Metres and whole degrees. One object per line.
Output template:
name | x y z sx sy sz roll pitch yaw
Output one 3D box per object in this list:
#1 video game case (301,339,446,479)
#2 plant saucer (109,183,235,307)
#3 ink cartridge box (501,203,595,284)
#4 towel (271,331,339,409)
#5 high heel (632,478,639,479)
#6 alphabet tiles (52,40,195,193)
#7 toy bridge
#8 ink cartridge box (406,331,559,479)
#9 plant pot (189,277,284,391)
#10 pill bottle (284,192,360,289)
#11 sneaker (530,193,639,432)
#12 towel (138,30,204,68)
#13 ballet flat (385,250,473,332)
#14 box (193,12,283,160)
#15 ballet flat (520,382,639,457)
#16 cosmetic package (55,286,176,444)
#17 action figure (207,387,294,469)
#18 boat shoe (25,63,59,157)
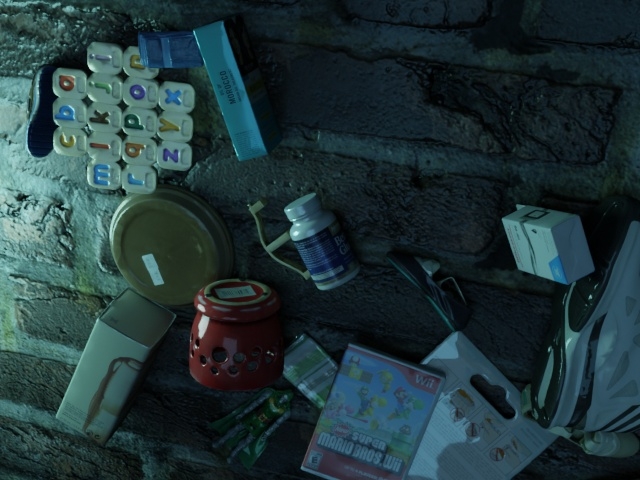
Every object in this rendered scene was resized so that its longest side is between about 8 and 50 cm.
video game case | 0.102 0.359 1.658 0.204 0.025 0.285 20 102 1
plant saucer | -0.310 0.020 1.717 0.277 0.041 0.278 6 115 14
ink cartridge box | 0.374 0.003 1.428 0.060 0.180 0.104 -26 106 -15
towel | -0.018 0.273 1.747 0.152 0.023 0.113 45 118 -6
high heel | 0.614 0.531 1.615 0.181 0.127 0.377 43 119 -6
alphabet tiles | -0.378 -0.233 1.619 0.277 0.021 0.284 7 109 4
toy bridge | -0.081 0.001 1.647 0.063 0.026 0.188 -35 99 27
ink cartridge box | 0.236 0.398 1.712 0.385 0.091 0.308 -44 95 10
plant pot | -0.164 0.180 1.658 0.191 0.191 0.174 8 112 13
pill bottle | 0.000 0.000 1.584 0.094 0.094 0.169 -21 105 23
sneaker | 0.549 0.142 1.477 0.257 0.169 0.448 9 112 -6
towel | -0.273 -0.349 1.541 0.119 0.029 0.067 0 109 6
ballet flat | 0.211 0.080 1.578 0.203 0.074 0.074 47 117 0
box | -0.144 -0.275 1.507 0.060 0.100 0.244 -12 109 19
ballet flat | 0.491 0.360 1.600 0.248 0.086 0.086 28 117 3
cosmetic package | -0.437 0.270 1.800 0.129 0.153 0.296 29 119 1
action figure | -0.137 0.390 1.814 0.137 0.063 0.232 44 114 -1
boat shoe | -0.543 -0.255 1.653 0.066 0.066 0.183 31 110 51
